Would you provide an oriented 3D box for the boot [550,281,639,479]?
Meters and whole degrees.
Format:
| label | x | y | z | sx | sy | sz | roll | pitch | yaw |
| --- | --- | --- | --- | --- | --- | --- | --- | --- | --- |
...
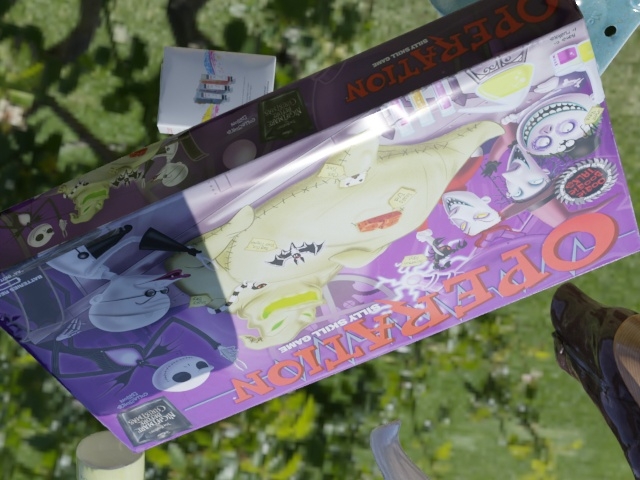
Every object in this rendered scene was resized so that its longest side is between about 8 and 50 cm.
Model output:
| label | x | y | z | sx | sy | sz | roll | pitch | yaw |
| --- | --- | --- | --- | --- | --- | --- | --- | --- | --- |
| boot | 0.352 | 0.185 | 1.466 | 0.090 | 0.249 | 0.207 | -17 | -156 | -21 |

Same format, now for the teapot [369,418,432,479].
| label | x | y | z | sx | sy | sz | roll | pitch | yaw |
| --- | --- | --- | --- | --- | --- | --- | --- | --- | --- |
| teapot | 0.039 | 0.346 | 1.212 | 0.187 | 0.256 | 0.253 | 33 | 151 | 22 |

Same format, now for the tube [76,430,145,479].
| label | x | y | z | sx | sy | sz | roll | pitch | yaw |
| --- | --- | --- | --- | --- | --- | --- | --- | --- | --- |
| tube | -0.192 | 0.292 | 1.173 | 0.062 | 0.240 | 0.070 | -5 | -152 | -18 |

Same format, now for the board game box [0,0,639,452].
| label | x | y | z | sx | sy | sz | roll | pitch | yaw |
| --- | --- | --- | --- | --- | --- | --- | --- | --- | --- |
| board game box | 0.000 | 0.000 | 0.719 | 0.346 | 0.056 | 0.208 | -23 | 144 | 8 |

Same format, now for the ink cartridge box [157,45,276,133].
| label | x | y | z | sx | sy | sz | roll | pitch | yaw |
| --- | --- | --- | --- | --- | --- | --- | --- | --- | --- |
| ink cartridge box | -0.165 | -0.227 | 1.980 | 0.176 | 0.127 | 0.128 | 6 | 179 | -5 |

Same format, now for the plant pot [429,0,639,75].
| label | x | y | z | sx | sy | sz | roll | pitch | yaw |
| --- | --- | --- | --- | --- | --- | --- | --- | --- | --- |
| plant pot | 0.281 | -0.327 | 1.516 | 0.247 | 0.252 | 0.248 | 20 | 125 | -21 |
